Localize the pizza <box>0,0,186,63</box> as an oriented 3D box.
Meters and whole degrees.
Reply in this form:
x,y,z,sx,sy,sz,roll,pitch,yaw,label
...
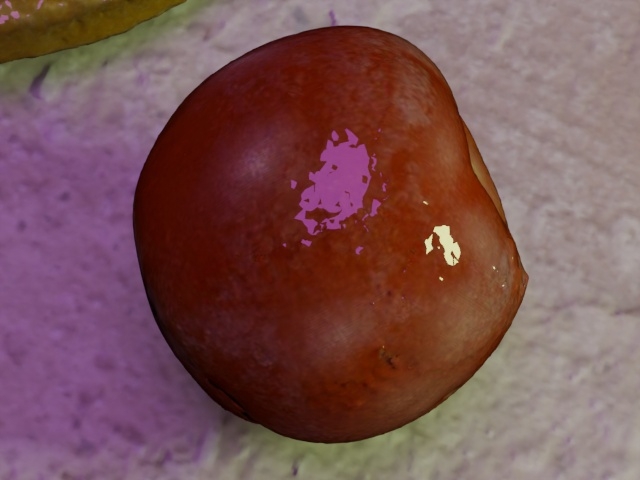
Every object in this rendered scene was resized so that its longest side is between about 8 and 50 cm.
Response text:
x,y,z,sx,sy,sz,roll,pitch,yaw,label
-0.113,-0.214,1.157,0.258,0.087,0.268,2,64,-3,pizza

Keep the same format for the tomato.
x,y,z,sx,sy,sz,roll,pitch,yaw,label
0.000,0.000,0.979,0.184,0.208,0.208,-24,64,6,tomato
